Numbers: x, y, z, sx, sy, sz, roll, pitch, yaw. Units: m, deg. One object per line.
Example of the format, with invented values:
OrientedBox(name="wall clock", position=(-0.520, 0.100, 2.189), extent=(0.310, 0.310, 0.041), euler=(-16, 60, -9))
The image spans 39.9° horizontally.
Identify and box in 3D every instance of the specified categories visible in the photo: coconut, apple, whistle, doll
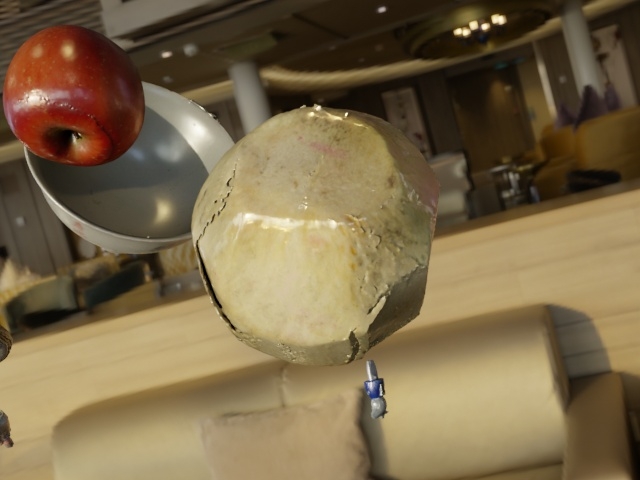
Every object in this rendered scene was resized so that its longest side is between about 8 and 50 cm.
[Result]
OrientedBox(name="coconut", position=(0.000, 0.000, 1.198), extent=(0.352, 0.353, 0.352), euler=(-15, 4, 1))
OrientedBox(name="apple", position=(-0.316, -0.187, 1.146), extent=(0.181, 0.168, 0.181), euler=(7, -32, 4))
OrientedBox(name="whistle", position=(0.076, 0.210, 1.237), extent=(0.029, 0.083, 0.033), euler=(-16, -7, 40))
OrientedBox(name="doll", position=(-0.632, 0.374, 1.716), extent=(0.073, 0.084, 0.127), euler=(-48, -7, -24))

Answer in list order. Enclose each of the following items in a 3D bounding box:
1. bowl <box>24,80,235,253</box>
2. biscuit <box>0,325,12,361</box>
OrientedBox(name="bowl", position=(-0.305, -0.088, 1.399), extent=(0.345, 0.345, 0.157), euler=(-19, -28, -39))
OrientedBox(name="biscuit", position=(-0.656, 0.191, 1.595), extent=(0.181, 0.049, 0.208), euler=(-5, -32, 3))
